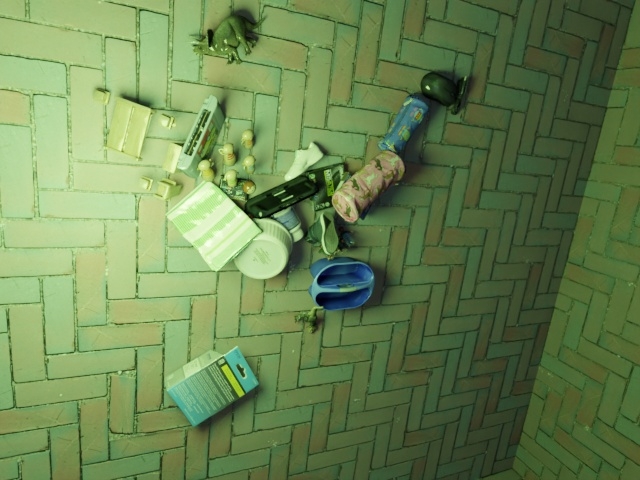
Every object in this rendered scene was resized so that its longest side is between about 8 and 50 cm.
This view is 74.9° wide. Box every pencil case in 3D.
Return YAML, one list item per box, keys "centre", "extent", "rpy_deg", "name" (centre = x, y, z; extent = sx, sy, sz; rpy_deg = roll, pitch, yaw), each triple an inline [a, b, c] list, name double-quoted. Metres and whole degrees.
- centre: [0.389, -0.539, 1.972]
  extent: [0.306, 0.119, 0.133]
  rpy_deg: [-57, 140, 0]
  name: "pencil case"
- centre: [0.220, -0.247, 1.896]
  extent: [0.167, 0.160, 0.386]
  rpy_deg: [44, 65, 11]
  name: "pencil case"

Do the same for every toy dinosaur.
- centre: [-0.063, 0.376, 2.036]
  extent: [0.118, 0.064, 0.268]
  rpy_deg: [-2, 146, -11]
  name: "toy dinosaur"
- centre: [-0.331, -0.771, 1.580]
  extent: [0.313, 0.121, 0.160]
  rpy_deg: [-39, 130, -5]
  name: "toy dinosaur"

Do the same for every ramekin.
- centre: [-0.255, 0.046, 1.798]
  extent: [0.272, 0.127, 0.273]
  rpy_deg: [-3, 124, -4]
  name: "ramekin"

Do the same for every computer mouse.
- centre: [0.613, -0.739, 2.043]
  extent: [0.271, 0.072, 0.189]
  rpy_deg: [10, 102, -26]
  name: "computer mouse"

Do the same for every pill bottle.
- centre: [-0.152, -0.088, 1.868]
  extent: [0.111, 0.112, 0.187]
  rpy_deg: [-33, 116, -12]
  name: "pill bottle"

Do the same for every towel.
- centre: [-0.436, -0.067, 1.687]
  extent: [0.248, 0.038, 0.325]
  rpy_deg: [-44, 80, -8]
  name: "towel"

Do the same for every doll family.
- centre: [0.076, 0.009, 2.016]
  extent: [0.192, 0.111, 0.076]
  rpy_deg: [-23, 150, -23]
  name: "doll family"

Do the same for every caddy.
- centre: [0.100, 0.210, 2.034]
  extent: [0.340, 0.179, 0.242]
  rpy_deg: [-3, 107, -24]
  name: "caddy"

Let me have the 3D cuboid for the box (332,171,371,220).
- centre: [0.160, -0.204, 1.980]
  extent: [0.225, 0.036, 0.137]
  rpy_deg: [36, 77, -38]
  name: "box"

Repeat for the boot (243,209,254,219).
- centre: [-0.312, -0.090, 1.831]
  extent: [0.157, 0.059, 0.085]
  rpy_deg: [-37, 125, -6]
  name: "boot"

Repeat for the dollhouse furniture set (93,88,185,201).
- centre: [-0.681, -0.355, 1.586]
  extent: [0.355, 0.174, 0.304]
  rpy_deg: [21, 101, -2]
  name: "dollhouse furniture set"

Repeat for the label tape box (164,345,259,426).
- centre: [-0.497, 0.652, 1.934]
  extent: [0.347, 0.115, 0.249]
  rpy_deg: [-30, 116, -16]
  name: "label tape box"

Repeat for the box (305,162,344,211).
- centre: [0.031, -0.247, 1.942]
  extent: [0.184, 0.045, 0.191]
  rpy_deg: [-16, 112, -18]
  name: "box"

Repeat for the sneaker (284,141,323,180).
- centre: [-0.091, -0.351, 1.847]
  extent: [0.212, 0.080, 0.094]
  rpy_deg: [-42, 106, -16]
  name: "sneaker"

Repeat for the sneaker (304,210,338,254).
- centre: [0.001, 0.000, 1.909]
  extent: [0.086, 0.227, 0.163]
  rpy_deg: [20, 136, -29]
  name: "sneaker"

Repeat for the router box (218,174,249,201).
- centre: [-0.368, -0.221, 1.771]
  extent: [0.122, 0.038, 0.092]
  rpy_deg: [7, 102, -26]
  name: "router box"

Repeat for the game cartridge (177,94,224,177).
- centre: [-0.449, -0.385, 1.593]
  extent: [0.060, 0.196, 0.295]
  rpy_deg: [23, 86, -7]
  name: "game cartridge"

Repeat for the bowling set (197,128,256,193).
- centre: [-0.318, -0.293, 1.658]
  extent: [0.200, 0.154, 0.287]
  rpy_deg: [43, 76, 3]
  name: "bowling set"

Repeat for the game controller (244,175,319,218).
- centre: [-0.164, -0.184, 1.787]
  extent: [0.319, 0.166, 0.067]
  rpy_deg: [-28, 136, -21]
  name: "game controller"
